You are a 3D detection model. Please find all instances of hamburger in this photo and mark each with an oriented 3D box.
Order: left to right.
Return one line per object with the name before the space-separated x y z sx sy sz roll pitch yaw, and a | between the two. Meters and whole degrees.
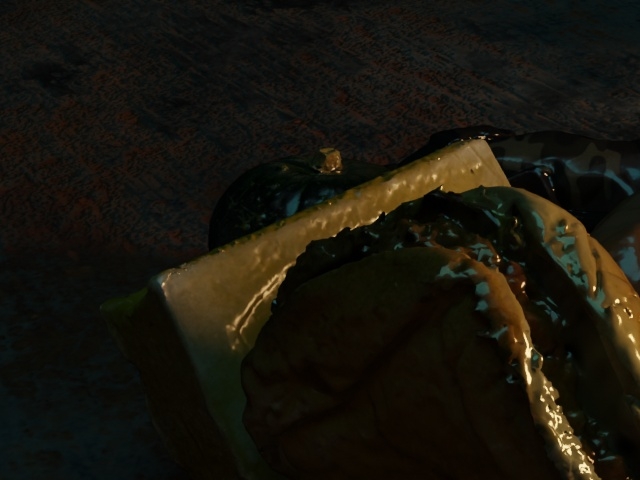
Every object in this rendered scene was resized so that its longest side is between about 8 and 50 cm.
hamburger | 0.091 0.112 0.886 0.259 0.283 0.145 -19 12 46

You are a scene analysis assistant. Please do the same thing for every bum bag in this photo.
bum bag | 0.209 -0.049 1.386 0.341 0.095 0.144 3 35 23

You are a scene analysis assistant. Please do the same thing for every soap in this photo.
soap | 0.028 0.064 1.082 0.315 0.199 0.091 -23 -8 -35

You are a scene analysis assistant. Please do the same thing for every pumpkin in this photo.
pumpkin | 0.001 0.000 1.256 0.190 0.146 0.190 -2 32 1

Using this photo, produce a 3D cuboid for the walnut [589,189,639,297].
walnut | 0.276 0.083 0.993 0.273 0.227 0.273 -3 32 2
